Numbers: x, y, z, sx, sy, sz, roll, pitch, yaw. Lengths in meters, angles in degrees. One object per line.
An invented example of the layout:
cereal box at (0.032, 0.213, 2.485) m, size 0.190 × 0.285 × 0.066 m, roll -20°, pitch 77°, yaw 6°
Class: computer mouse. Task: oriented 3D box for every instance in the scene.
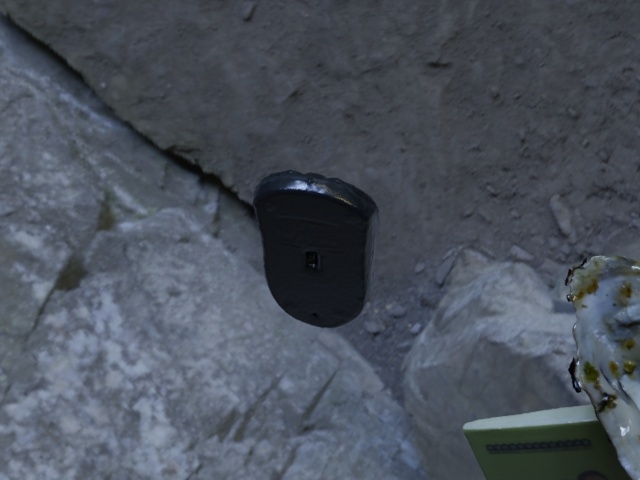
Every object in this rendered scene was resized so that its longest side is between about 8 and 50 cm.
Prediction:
computer mouse at (0.000, 0.000, 1.000) m, size 0.137 × 0.086 × 0.270 m, roll 8°, pitch 143°, yaw 9°

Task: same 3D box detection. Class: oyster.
oyster at (0.330, 0.134, 0.750) m, size 0.166 × 0.094 × 0.294 m, roll -39°, pitch 69°, yaw 44°

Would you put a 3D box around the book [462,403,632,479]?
book at (0.332, 0.322, 0.980) m, size 0.239 × 0.035 × 0.352 m, roll -13°, pitch 121°, yaw 27°
